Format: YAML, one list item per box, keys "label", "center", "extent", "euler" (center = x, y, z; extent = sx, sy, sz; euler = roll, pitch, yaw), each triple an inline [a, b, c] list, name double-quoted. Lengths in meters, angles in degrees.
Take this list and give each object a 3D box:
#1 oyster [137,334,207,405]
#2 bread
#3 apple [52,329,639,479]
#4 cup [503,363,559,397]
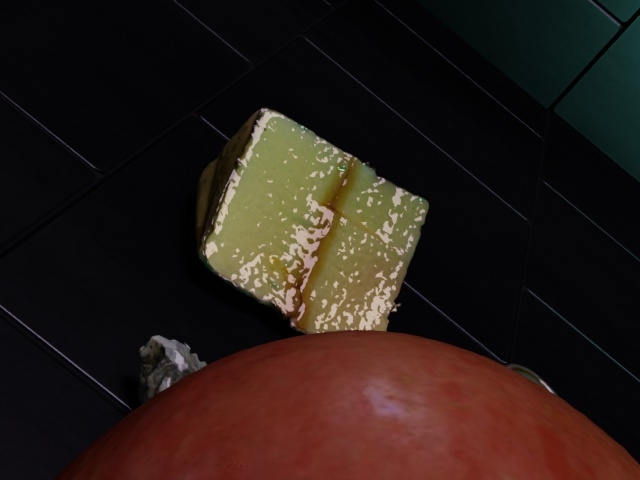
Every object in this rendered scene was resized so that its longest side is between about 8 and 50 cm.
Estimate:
- label: "oyster"
  center: [-0.073, 0.154, 0.783]
  extent: [0.177, 0.064, 0.125]
  euler: [34, 23, -17]
- label: "bread"
  center: [0.000, 0.000, 1.030]
  extent: [0.240, 0.135, 0.178]
  euler: [30, 28, -24]
- label: "apple"
  center: [0.014, 0.214, 0.464]
  extent: [0.364, 0.364, 0.364]
  euler: [31, 28, -18]
- label: "cup"
  center: [0.148, 0.189, 0.918]
  extent: [0.199, 0.150, 0.199]
  euler: [31, 28, -19]
